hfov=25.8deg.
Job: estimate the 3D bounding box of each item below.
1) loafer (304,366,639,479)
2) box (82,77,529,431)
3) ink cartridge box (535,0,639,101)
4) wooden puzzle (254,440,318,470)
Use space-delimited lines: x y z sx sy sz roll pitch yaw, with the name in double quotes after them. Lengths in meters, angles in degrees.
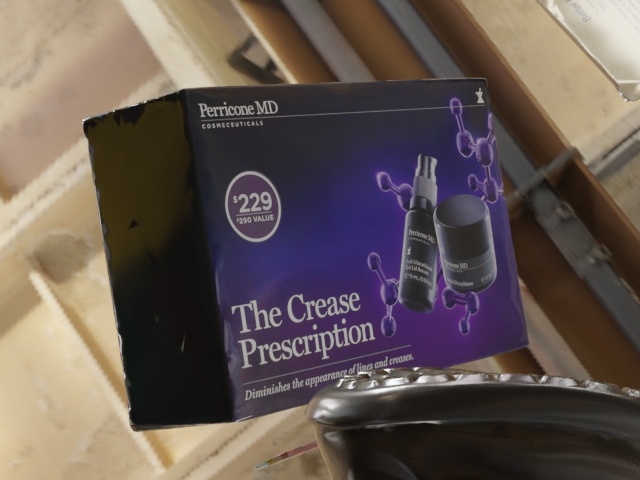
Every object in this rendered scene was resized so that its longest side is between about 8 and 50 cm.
0.097 0.088 0.387 0.220 0.080 0.078 16 -98 -14 "loafer"
0.000 0.000 0.854 0.103 0.261 0.184 -13 -93 45 "box"
0.242 -0.238 1.027 0.193 0.235 0.088 -29 -140 30 "ink cartridge box"
-0.027 0.197 1.288 0.049 0.083 0.006 -30 -103 42 "wooden puzzle"
